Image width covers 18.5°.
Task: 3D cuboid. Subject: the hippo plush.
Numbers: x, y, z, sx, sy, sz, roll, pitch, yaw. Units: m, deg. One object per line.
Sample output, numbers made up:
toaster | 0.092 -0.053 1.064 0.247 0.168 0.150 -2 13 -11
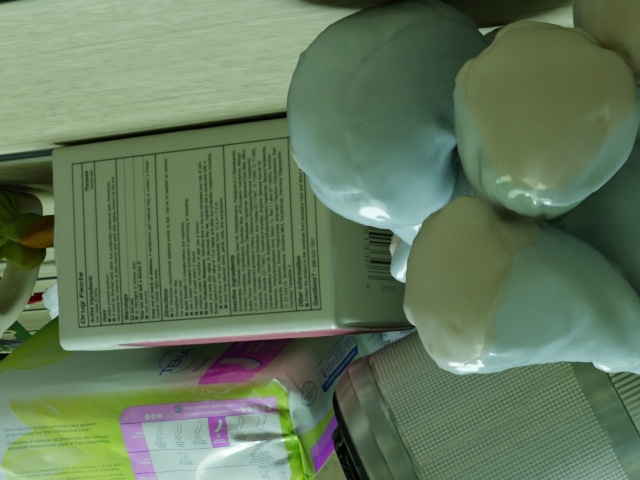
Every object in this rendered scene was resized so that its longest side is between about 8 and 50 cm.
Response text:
hippo plush | 0.121 -0.054 0.981 0.294 0.234 0.236 22 -170 -40

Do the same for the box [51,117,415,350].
box | -0.062 -0.001 1.410 0.232 0.148 0.127 -5 175 30

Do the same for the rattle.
rattle | -0.242 0.063 1.630 0.143 0.199 0.130 12 -179 5

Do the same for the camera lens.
camera lens | 0.161 0.137 1.374 0.274 0.219 0.219 -27 172 4

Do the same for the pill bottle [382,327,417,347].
pill bottle | 0.116 0.055 1.553 0.136 0.245 0.136 -3 174 0

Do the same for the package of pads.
package of pads | -0.115 0.122 1.549 0.296 0.101 0.229 -6 -164 21

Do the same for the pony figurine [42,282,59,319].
pony figurine | -0.116 0.122 2.199 0.363 0.303 0.351 -8 163 -46

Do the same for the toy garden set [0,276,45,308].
toy garden set | -0.434 0.055 2.325 0.244 0.049 0.204 -8 170 38

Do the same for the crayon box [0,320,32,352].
crayon box | -0.446 0.057 1.939 0.323 0.083 0.203 0 -172 -19
